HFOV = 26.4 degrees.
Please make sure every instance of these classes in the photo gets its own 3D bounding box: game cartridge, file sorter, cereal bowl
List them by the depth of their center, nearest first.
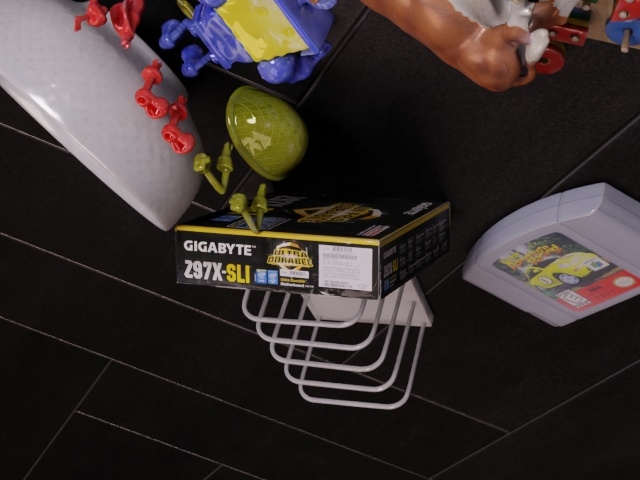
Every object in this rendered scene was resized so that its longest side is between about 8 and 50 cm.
[{"bbox_3d":[-0.257,-0.172,1.584,0.339,0.141,0.339,42,173,7],"label":"cereal bowl"},{"bbox_3d":[0.328,0.022,1.804,0.196,0.060,0.294,31,148,-18],"label":"game cartridge"},{"bbox_3d":[0.026,0.109,1.972,0.193,0.173,0.277,3,149,22],"label":"file sorter"}]

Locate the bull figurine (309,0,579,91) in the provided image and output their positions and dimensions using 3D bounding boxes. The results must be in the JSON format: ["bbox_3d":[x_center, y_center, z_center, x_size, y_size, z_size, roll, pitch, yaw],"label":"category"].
[{"bbox_3d":[0.104,-0.261,1.342,0.310,0.101,0.188,30,153,-14],"label":"bull figurine"}]

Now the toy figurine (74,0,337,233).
[{"bbox_3d":[-0.062,-0.200,1.463,0.217,0.191,0.362,-19,126,29],"label":"toy figurine"}]

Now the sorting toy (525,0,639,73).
[{"bbox_3d":[0.290,-0.241,1.371,0.132,0.046,0.274,13,150,4],"label":"sorting toy"}]

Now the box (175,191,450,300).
[{"bbox_3d":[0.000,0.000,1.702,0.257,0.079,0.322,2,-170,20],"label":"box"}]
